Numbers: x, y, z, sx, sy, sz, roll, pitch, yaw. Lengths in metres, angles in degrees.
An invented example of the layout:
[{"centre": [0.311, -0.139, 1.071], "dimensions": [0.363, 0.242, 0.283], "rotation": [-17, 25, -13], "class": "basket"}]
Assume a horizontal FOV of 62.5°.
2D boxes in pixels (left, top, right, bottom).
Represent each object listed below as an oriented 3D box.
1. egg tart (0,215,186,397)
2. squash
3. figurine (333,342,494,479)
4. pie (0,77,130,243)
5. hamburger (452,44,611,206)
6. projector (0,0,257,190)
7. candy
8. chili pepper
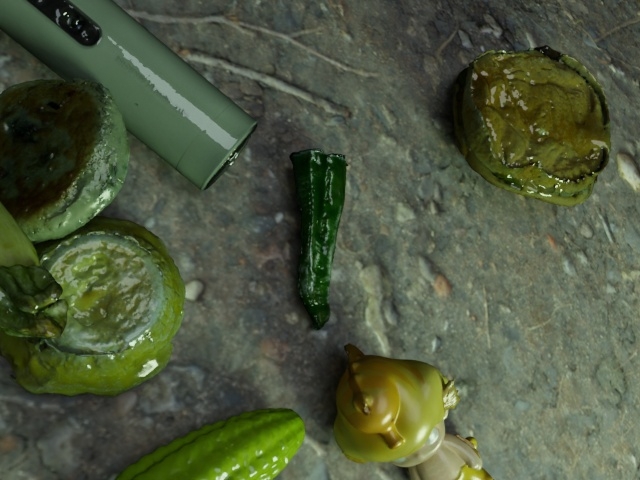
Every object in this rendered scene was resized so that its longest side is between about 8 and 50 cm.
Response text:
[{"centre": [-0.226, 0.058, 0.527], "dimensions": [0.197, 0.078, 0.197], "rotation": [9, 66, -21], "class": "egg tart"}, {"centre": [-0.313, 0.009, 0.427], "dimensions": [0.287, 0.137, 0.137], "rotation": [42, 59, 15], "class": "squash"}, {"centre": [0.106, 0.218, 0.614], "dimensions": [0.156, 0.131, 0.246], "rotation": [-36, 109, 9], "class": "figurine"}, {"centre": [-0.277, -0.086, 0.523], "dimensions": [0.187, 0.041, 0.186], "rotation": [-4, 72, 11], "class": "pie"}, {"centre": [0.331, -0.180, 0.839], "dimensions": [0.285, 0.134, 0.265], "rotation": [12, 71, -14], "class": "hamburger"}, {"centre": [-0.230, -0.200, 0.592], "dimensions": [0.337, 0.108, 0.108], "rotation": [39, 61, -10], "class": "projector"}, {"centre": [-0.100, 0.228, 0.524], "dimensions": [0.210, 0.097, 0.096], "rotation": [-20, 83, -37], "class": "candy"}, {"centre": [0.000, 0.000, 0.667], "dimensions": [0.088, 0.059, 0.226], "rotation": [11, 72, -36], "class": "chili pepper"}]
